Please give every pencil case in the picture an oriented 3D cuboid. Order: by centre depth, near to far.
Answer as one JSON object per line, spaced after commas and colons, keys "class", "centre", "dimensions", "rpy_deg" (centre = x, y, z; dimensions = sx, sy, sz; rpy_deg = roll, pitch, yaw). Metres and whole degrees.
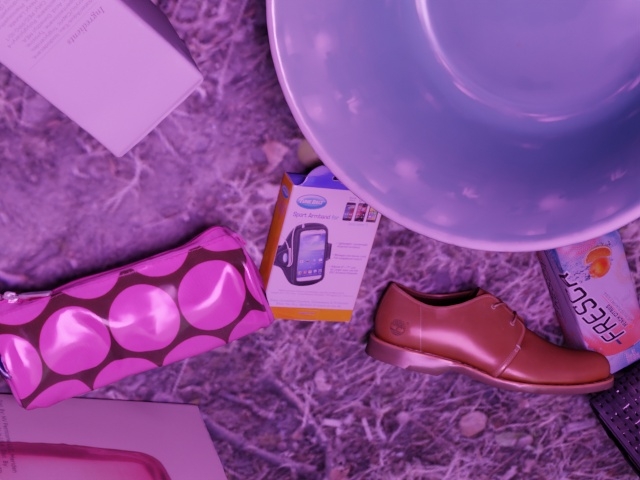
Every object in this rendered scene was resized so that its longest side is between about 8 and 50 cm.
{"class": "pencil case", "centre": [-0.144, 0.053, 1.023], "dimensions": [0.209, 0.095, 0.098], "rpy_deg": [-19, 108, -12]}

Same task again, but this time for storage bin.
{"class": "storage bin", "centre": [0.319, 0.184, 1.227], "dimensions": [0.084, 0.122, 0.180], "rpy_deg": [-37, 152, 2]}

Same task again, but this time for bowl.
{"class": "bowl", "centre": [0.135, -0.162, 0.912], "dimensions": [0.311, 0.163, 0.311], "rpy_deg": [5, 107, 18]}

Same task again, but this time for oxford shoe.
{"class": "oxford shoe", "centre": [0.149, 0.081, 1.139], "dimensions": [0.212, 0.076, 0.076], "rpy_deg": [12, 97, -8]}

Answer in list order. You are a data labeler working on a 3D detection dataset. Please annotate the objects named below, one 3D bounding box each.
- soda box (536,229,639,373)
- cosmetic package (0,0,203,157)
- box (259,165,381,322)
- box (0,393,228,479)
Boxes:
{"class": "soda box", "centre": [0.227, 0.031, 1.167], "dimensions": [0.058, 0.063, 0.183], "rpy_deg": [-27, 125, -4]}
{"class": "cosmetic package", "centre": [-0.189, -0.165, 0.857], "dimensions": [0.085, 0.117, 0.231], "rpy_deg": [-42, 124, 7]}
{"class": "box", "centre": [0.000, 0.000, 1.083], "dimensions": [0.081, 0.028, 0.136], "rpy_deg": [4, 115, -23]}
{"class": "box", "centre": [-0.205, 0.216, 1.071], "dimensions": [0.232, 0.127, 0.148], "rpy_deg": [6, 116, -24]}
